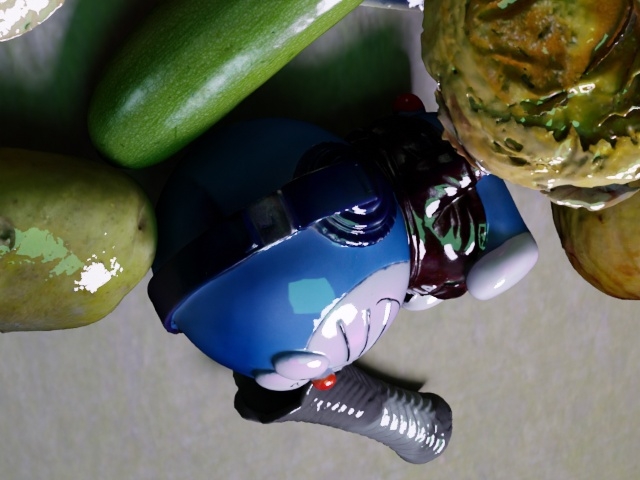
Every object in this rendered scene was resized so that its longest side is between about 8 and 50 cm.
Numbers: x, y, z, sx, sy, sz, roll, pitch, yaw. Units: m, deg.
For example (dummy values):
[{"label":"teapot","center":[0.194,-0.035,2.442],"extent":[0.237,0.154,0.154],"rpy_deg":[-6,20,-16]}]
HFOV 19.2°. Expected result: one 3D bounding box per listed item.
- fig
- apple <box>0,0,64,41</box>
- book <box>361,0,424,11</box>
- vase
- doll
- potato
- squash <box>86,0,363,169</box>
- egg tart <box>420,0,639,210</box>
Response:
[{"label":"fig","center":[0.283,-0.098,1.698],"extent":[0.217,0.217,0.321],"rpy_deg":[-30,123,3]},{"label":"apple","center":[-0.303,-0.262,1.288],"extent":[0.293,0.163,0.251],"rpy_deg":[-12,128,-33]},{"label":"book","center":[0.102,-0.286,1.558],"extent":[0.322,0.018,0.228],"rpy_deg":[4,128,-28]},{"label":"vase","center":[0.030,0.160,1.884],"extent":[0.115,0.115,0.237],"rpy_deg":[-45,137,18]},{"label":"doll","center":[0.000,0.000,1.630],"extent":[0.310,0.240,0.284],"rpy_deg":[-23,169,-25]},{"label":"potato","center":[-0.259,0.001,1.548],"extent":[0.228,0.149,0.197],"rpy_deg":[13,168,-34]},{"label":"squash","center":[-0.055,-0.181,1.491],"extent":[0.395,0.107,0.107],"rpy_deg":[-36,137,27]},{"label":"egg tart","center":[0.223,-0.171,1.568],"extent":[0.297,0.297,0.132],"rpy_deg":[-33,175,7]}]
